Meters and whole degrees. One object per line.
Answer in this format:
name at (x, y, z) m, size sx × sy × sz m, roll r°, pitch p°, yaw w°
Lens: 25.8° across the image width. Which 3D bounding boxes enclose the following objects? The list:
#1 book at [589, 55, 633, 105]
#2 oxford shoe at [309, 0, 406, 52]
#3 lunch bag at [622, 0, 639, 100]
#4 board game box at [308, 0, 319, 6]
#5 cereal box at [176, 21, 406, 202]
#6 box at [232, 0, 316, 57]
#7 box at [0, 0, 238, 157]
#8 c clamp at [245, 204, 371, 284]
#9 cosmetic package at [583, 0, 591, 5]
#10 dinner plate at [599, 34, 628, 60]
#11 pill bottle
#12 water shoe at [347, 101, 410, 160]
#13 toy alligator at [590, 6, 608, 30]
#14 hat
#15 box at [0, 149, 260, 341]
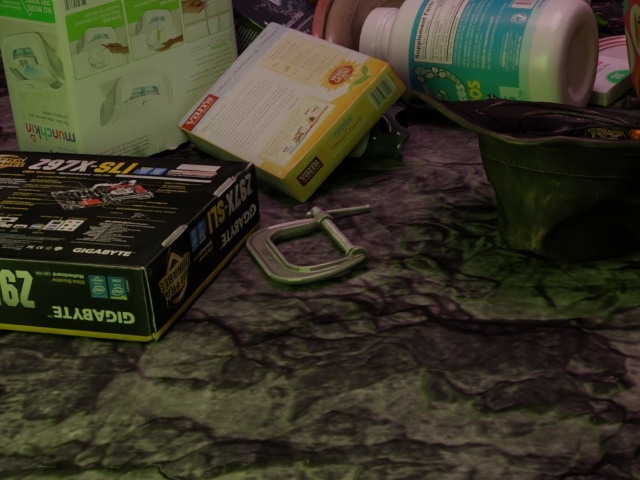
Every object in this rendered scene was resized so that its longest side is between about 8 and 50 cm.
book at (0.309, -0.200, 1.718) m, size 0.144 × 0.035 × 0.096 m, roll 15°, pitch 34°, yaw 35°
oxford shoe at (0.074, -0.268, 1.806) m, size 0.130 × 0.123 × 0.348 m, roll 8°, pitch 27°, yaw 16°
lunch bag at (0.394, -0.264, 1.523) m, size 0.120 × 0.293 × 0.258 m, roll -11°, pitch 25°, yaw -2°
board game box at (0.093, -0.402, 2.143) m, size 0.302 × 0.086 × 0.308 m, roll 5°, pitch 26°, yaw 20°
cereal box at (-0.038, -0.148, 1.545) m, size 0.173 × 0.047 × 0.240 m, roll -48°, pitch 37°, yaw -9°
box at (-0.089, -0.275, 1.797) m, size 0.158 × 0.093 × 0.156 m, roll 34°, pitch 30°, yaw 0°
box at (-0.225, -0.220, 1.615) m, size 0.127 × 0.231 × 0.262 m, roll 15°, pitch 31°, yaw 39°
c clamp at (0.000, 0.000, 1.332) m, size 0.137 × 0.022 × 0.160 m, roll -9°, pitch 24°, yaw -10°
cosmetic package at (0.175, -0.432, 1.898) m, size 0.385 × 0.156 × 0.217 m, roll 7°, pitch 26°, yaw -6°
dinner plate at (0.407, -0.239, 1.800) m, size 0.141 × 0.017 × 0.141 m, roll -4°, pitch 23°, yaw 2°
pill bottle at (0.181, -0.220, 1.641) m, size 0.264 × 0.146 × 0.146 m, roll 10°, pitch 28°, yaw 30°
water shoe at (0.059, -0.140, 1.603) m, size 0.080 × 0.073 × 0.203 m, roll 14°, pitch 27°, yaw -8°
toy alligator at (0.322, -0.333, 1.983) m, size 0.190 × 0.051 × 0.056 m, roll 15°, pitch 30°, yaw 38°
hat at (0.220, -0.053, 1.273) m, size 0.331 × 0.134 × 0.331 m, roll 9°, pitch 11°, yaw -2°
box at (-0.252, -0.005, 1.326) m, size 0.322 × 0.079 × 0.257 m, roll 3°, pitch 23°, yaw 18°
